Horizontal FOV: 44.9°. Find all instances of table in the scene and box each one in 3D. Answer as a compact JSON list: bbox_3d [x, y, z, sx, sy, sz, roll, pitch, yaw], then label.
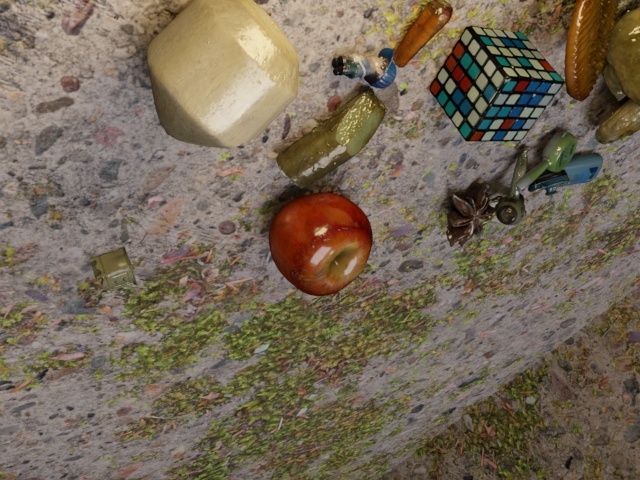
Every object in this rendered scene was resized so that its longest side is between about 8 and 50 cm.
[{"bbox_3d":[-0.466,0.071,1.741,0.083,0.062,0.079,-18,147,-16],"label":"table"}]

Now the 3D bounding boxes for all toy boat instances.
[{"bbox_3d":[0.654,-0.160,2.204,0.137,0.060,0.061,-20,106,-21],"label":"toy boat"}]

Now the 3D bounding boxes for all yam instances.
[{"bbox_3d":[0.032,-0.219,1.688,0.259,0.106,0.106,-35,149,12],"label":"yam"}]

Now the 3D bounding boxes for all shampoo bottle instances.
[{"bbox_3d":[0.718,-0.201,2.300,0.258,0.061,0.104,-11,142,-27],"label":"shampoo bottle"}]

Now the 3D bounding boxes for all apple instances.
[{"bbox_3d":[0.000,0.000,1.883,0.271,0.206,0.252,2,127,-44],"label":"apple"}]

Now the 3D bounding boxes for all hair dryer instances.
[{"bbox_3d":[0.565,-0.146,2.229,0.219,0.088,0.225,18,87,-74],"label":"hair dryer"}]

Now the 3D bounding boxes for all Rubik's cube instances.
[{"bbox_3d":[0.384,-0.342,1.708,0.184,0.187,0.182,-3,141,-32],"label":"Rubik's cube"}]

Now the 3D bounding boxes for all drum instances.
[{"bbox_3d":[0.623,-0.201,2.155,0.253,0.049,0.130,-46,150,-14],"label":"drum"}]

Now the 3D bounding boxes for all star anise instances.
[{"bbox_3d":[0.430,-0.080,2.214,0.231,0.089,0.209,-2,122,-53],"label":"star anise"}]

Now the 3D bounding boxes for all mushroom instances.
[{"bbox_3d":[0.809,-0.444,1.866,0.292,0.212,0.217,-19,147,39],"label":"mushroom"}]

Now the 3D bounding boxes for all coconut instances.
[{"bbox_3d":[-0.173,-0.276,1.313,0.266,0.237,0.237,-43,147,11],"label":"coconut"}]

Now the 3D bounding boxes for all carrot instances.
[{"bbox_3d":[0.205,-0.422,1.579,0.055,0.055,0.161,3,144,-42],"label":"carrot"}]

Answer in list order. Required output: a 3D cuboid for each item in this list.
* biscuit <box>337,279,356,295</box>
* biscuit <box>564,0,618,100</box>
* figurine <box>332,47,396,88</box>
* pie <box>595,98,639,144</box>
[{"bbox_3d":[0.050,0.089,2.163,0.070,0.082,0.168,-32,148,1],"label":"biscuit"},{"bbox_3d":[0.591,-0.459,1.669,0.318,0.040,0.318,-38,137,-47],"label":"biscuit"},{"bbox_3d":[0.095,-0.345,1.578,0.136,0.079,0.077,-16,-172,-28],"label":"figurine"},{"bbox_3d":[0.901,-0.373,2.114,0.339,0.077,0.339,-27,167,-6],"label":"pie"}]
